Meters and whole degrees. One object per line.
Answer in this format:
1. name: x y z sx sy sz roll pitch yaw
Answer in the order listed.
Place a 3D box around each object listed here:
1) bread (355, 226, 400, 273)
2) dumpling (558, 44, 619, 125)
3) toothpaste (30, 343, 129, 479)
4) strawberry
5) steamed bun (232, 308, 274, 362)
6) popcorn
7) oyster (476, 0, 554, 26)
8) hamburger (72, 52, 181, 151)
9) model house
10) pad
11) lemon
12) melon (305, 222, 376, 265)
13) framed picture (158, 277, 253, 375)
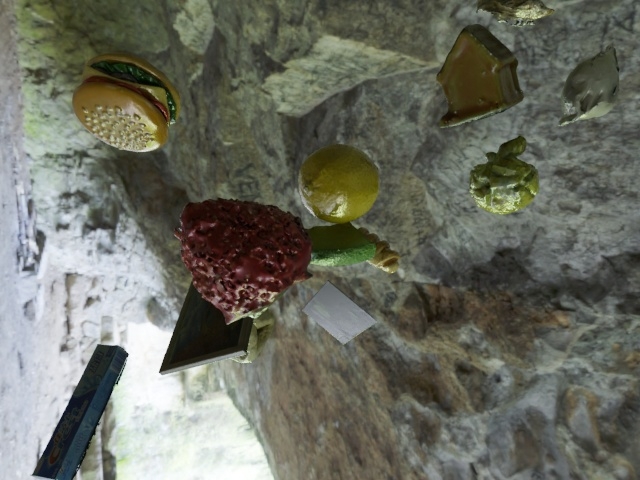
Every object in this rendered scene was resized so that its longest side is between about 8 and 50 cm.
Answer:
1. bread: 0.153 0.027 1.313 0.177 0.119 0.084 34 -89 21
2. dumpling: 0.725 -0.402 1.238 0.247 0.142 0.172 -55 173 -7
3. toothpaste: -0.489 0.350 0.943 0.053 0.066 0.273 69 27 -49
4. strawberry: -0.117 0.016 0.668 0.184 0.201 0.187 -52 -169 1
5. steamed bun: -0.222 0.220 1.231 0.140 0.172 0.155 14 -33 28
6. popcorn: 0.517 -0.179 1.264 0.198 0.197 0.213 -173 -93 -65
7. oyster: 0.545 -0.676 1.305 0.072 0.132 0.209 86 -21 -49
8. hamburger: -0.305 -0.216 0.726 0.162 0.161 0.115 135 -33 -58
9. model house: 0.427 -0.453 1.223 0.173 0.268 0.239 -2 -68 41
10. pad: 0.034 0.159 0.972 0.127 0.004 0.190 39 -33 2
11. lemon: 0.038 -0.126 1.023 0.178 0.203 0.179 15 -68 41
12. melon: -0.001 0.000 1.045 0.053 0.261 0.114 116 -29 -59
13. framed picture: -0.203 0.136 0.887 0.250 0.184 0.016 -85 151 -50
